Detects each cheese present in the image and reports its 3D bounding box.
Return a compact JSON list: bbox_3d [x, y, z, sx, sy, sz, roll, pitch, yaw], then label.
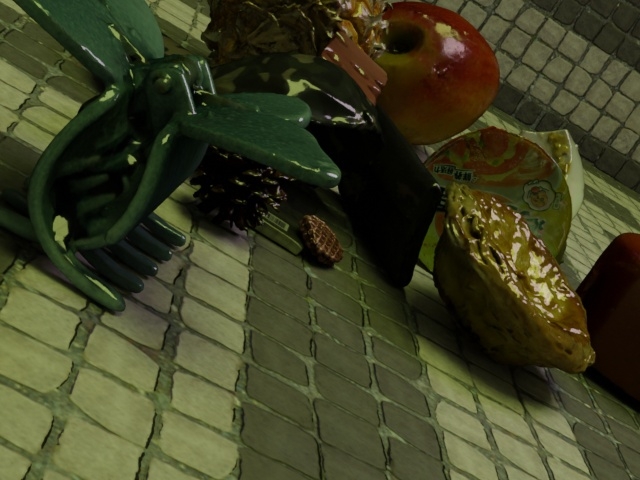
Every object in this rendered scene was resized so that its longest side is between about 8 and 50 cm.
[{"bbox_3d":[0.027,-0.257,1.923,0.128,0.203,0.177,41,52,-7],"label":"cheese"}]

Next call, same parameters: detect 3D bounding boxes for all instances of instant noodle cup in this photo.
[{"bbox_3d":[0.266,-0.054,1.955,0.264,0.264,0.200,33,8,-1],"label":"instant noodle cup"}]

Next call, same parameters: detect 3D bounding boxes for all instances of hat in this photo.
[{"bbox_3d":[-0.111,-0.240,1.779,0.381,0.257,0.366,56,12,18],"label":"hat"}]

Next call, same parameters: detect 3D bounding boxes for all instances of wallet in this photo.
[{"bbox_3d":[0.094,-0.078,1.818,0.044,0.170,0.321,8,26,-21],"label":"wallet"}]

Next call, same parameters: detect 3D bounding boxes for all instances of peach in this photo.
[{"bbox_3d":[0.200,-0.348,2.539,0.373,0.373,0.289,7,63,-55],"label":"peach"}]

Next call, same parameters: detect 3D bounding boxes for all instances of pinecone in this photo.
[{"bbox_3d":[-0.103,-0.075,1.530,0.140,0.120,0.140,17,13,-4],"label":"pinecone"}]

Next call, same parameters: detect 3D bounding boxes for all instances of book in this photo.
[{"bbox_3d":[-0.081,-0.061,1.699,0.160,0.024,0.228,32,17,-4],"label":"book"}]

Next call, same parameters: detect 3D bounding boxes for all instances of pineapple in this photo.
[{"bbox_3d":[-0.047,-0.372,2.135,0.352,0.352,0.300,32,27,-3],"label":"pineapple"}]

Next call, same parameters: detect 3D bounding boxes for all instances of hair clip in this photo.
[{"bbox_3d":[-0.192,-0.104,1.260,0.392,0.238,0.318,32,16,-3],"label":"hair clip"}]

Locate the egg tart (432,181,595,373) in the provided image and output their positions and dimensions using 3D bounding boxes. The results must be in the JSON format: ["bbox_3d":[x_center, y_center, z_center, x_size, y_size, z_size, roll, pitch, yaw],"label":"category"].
[{"bbox_3d":[0.256,0.065,1.696,0.341,0.129,0.341,44,24,-25],"label":"egg tart"}]

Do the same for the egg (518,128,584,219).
[{"bbox_3d":[0.413,-0.106,2.479,0.271,0.162,0.206,-31,98,-36],"label":"egg"}]

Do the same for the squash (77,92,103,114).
[{"bbox_3d":[-0.248,-0.164,1.575,0.095,0.095,0.188,32,17,-4],"label":"squash"}]

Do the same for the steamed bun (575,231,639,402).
[{"bbox_3d":[0.589,0.157,1.927,0.379,0.235,0.248,35,20,8],"label":"steamed bun"}]

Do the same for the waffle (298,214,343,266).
[{"bbox_3d":[0.000,0.000,1.633,0.083,0.029,0.075,21,37,-60],"label":"waffle"}]

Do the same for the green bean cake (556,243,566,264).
[{"bbox_3d":[0.348,-0.037,2.223,0.233,0.124,0.236,31,17,-6],"label":"green bean cake"}]
